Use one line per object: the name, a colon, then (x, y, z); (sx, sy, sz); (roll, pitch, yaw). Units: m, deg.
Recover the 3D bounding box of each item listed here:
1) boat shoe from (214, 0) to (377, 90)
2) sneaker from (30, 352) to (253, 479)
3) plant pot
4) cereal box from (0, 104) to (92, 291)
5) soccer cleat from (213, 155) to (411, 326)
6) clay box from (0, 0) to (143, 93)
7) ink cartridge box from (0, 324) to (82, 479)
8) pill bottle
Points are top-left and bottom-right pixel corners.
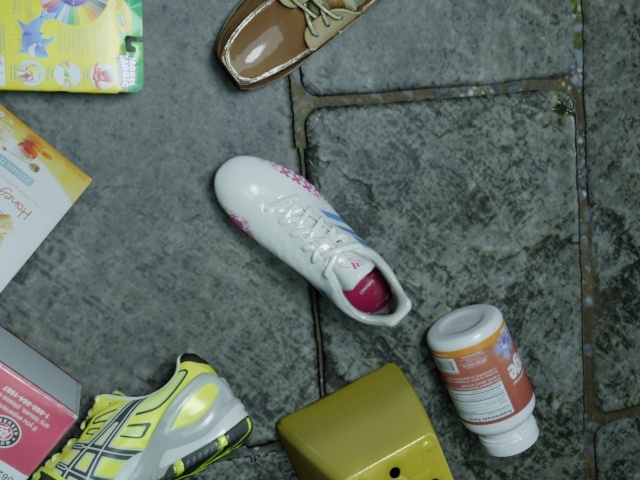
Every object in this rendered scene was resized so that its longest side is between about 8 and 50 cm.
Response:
boat shoe: (-0.001, -0.328, 1.031); (0.324, 0.120, 0.122); (-41, 106, -9)
sneaker: (-0.286, 0.293, 1.034); (0.385, 0.145, 0.147); (-27, 73, -10)
plant pot: (0.088, 0.333, 1.106); (0.212, 0.187, 0.212); (-25, 103, -13)
cereal box: (-0.412, -0.041, 0.918); (0.173, 0.047, 0.240); (41, 52, -19)
soccer cleat: (0.000, 0.000, 1.060); (0.331, 0.143, 0.116); (40, 84, -17)
clay box: (-0.339, -0.251, 0.972); (0.222, 0.053, 0.127); (-1, 97, -18)
ink cartridge box: (-0.523, 0.264, 0.923); (0.279, 0.160, 0.384); (41, 84, -18)
pill bottle: (0.255, 0.216, 1.178); (0.121, 0.121, 0.216); (-28, 105, -12)
